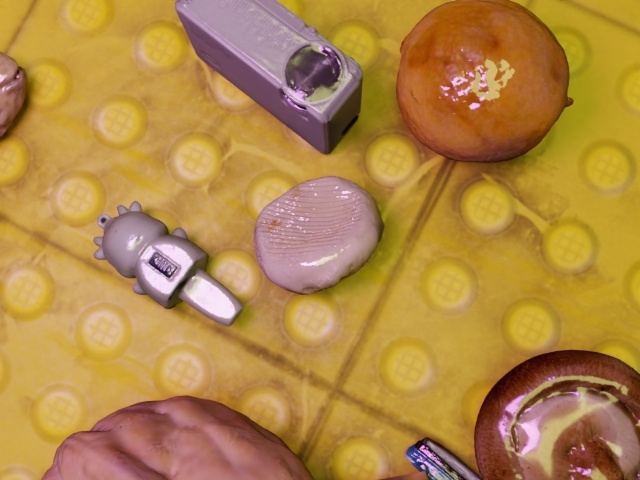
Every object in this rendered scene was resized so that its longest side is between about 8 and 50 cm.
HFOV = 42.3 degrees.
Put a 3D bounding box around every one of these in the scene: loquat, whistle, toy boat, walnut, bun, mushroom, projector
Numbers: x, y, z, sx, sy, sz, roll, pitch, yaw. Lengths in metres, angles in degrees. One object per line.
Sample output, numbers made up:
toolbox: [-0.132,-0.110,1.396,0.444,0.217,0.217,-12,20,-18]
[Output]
loquat: [0.215,-0.214,1.115,0.238,0.193,0.238,1,76,-2]
whistle: [-0.212,0.036,1.145,0.244,0.092,0.110,34,83,7]
toy boat: [0.171,0.326,1.114,0.137,0.060,0.061,35,111,9]
walnut: [-0.178,0.361,0.970,0.381,0.381,0.381,0,82,2]
bun: [0.000,0.000,1.138,0.183,0.102,0.183,-11,49,13]
mushroom: [0.321,0.263,1.067,0.253,0.153,0.253,0,85,1]
projector: [-0.061,-0.246,1.127,0.257,0.192,0.099,39,86,6]

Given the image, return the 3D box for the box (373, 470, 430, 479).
box: [0.085,0.433,1.070,0.159,0.071,0.240,-9,96,-2]

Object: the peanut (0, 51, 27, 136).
peanut: [-0.544,-0.163,1.169,0.290,0.130,0.130,-35,83,-6]
